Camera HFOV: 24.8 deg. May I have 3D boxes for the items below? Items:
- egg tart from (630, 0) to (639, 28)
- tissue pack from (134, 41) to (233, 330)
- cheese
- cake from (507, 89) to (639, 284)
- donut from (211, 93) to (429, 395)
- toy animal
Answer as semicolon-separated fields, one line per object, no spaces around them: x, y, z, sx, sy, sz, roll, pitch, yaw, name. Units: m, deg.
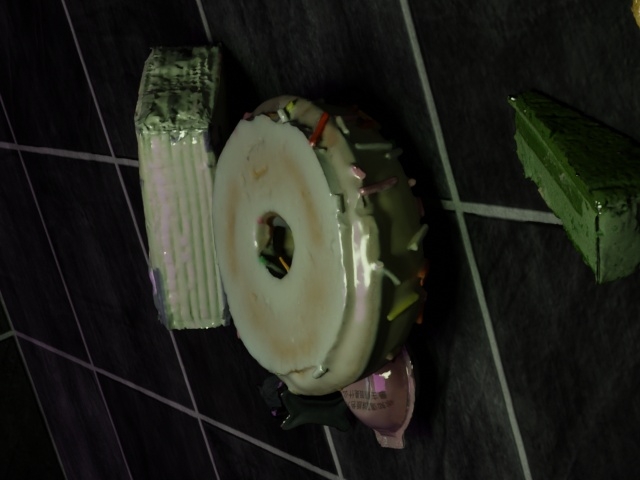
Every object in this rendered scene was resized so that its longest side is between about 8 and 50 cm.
0.302;-0.206;1.235;0.129;0.049;0.129;41;142;41;egg tart
-0.180;-0.079;2.027;0.242;0.125;0.344;-89;-2;-54;tissue pack
0.067;0.133;1.909;0.189;0.074;0.286;-14;87;61;cheese
0.268;-0.067;1.430;0.235;0.099;0.100;-115;16;-53;cake
0.000;0.000;1.784;0.382;0.142;0.383;25;119;55;donut
-0.045;0.210;2.160;0.210;0.121;0.117;-161;71;-63;toy animal
